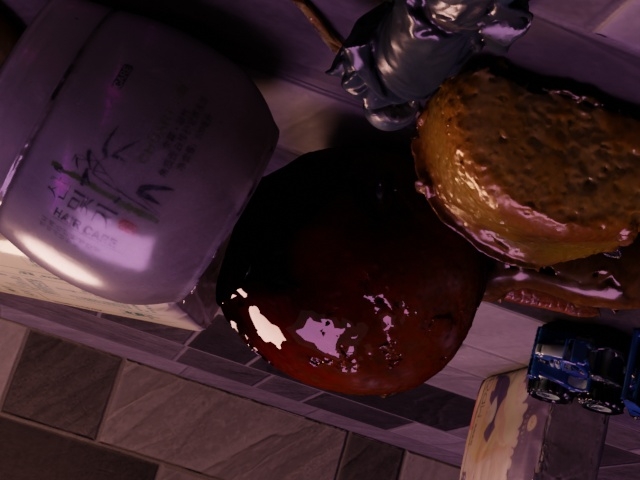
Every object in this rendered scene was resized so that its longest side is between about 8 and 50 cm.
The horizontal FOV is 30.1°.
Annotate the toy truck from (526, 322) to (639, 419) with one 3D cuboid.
[{"bbox_3d":[0.410,0.185,1.733,0.208,0.113,0.126,10,160,15],"label":"toy truck"}]

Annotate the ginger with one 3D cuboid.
[{"bbox_3d":[0.285,0.030,1.386,0.309,0.107,0.133,1,143,31],"label":"ginger"}]

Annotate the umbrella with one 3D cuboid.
[{"bbox_3d":[0.090,-0.173,0.950,0.143,0.094,0.349,11,165,-5],"label":"umbrella"}]

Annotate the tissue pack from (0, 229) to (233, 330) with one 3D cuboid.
[{"bbox_3d":[-0.326,-0.034,1.561,0.380,0.207,0.297,10,160,18],"label":"tissue pack"}]

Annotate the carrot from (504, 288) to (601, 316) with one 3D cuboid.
[{"bbox_3d":[0.278,0.065,1.592,0.224,0.057,0.057,15,163,-8],"label":"carrot"}]

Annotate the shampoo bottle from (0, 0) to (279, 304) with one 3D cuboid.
[{"bbox_3d":[-0.202,-0.088,1.175,0.266,0.273,0.273,28,161,-10],"label":"shampoo bottle"}]

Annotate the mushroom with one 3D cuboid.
[{"bbox_3d":[0.047,-0.162,1.150,0.286,0.028,0.026,40,-167,-51],"label":"mushroom"}]

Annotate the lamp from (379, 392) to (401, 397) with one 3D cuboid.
[{"bbox_3d":[0.082,0.109,1.656,0.227,0.227,0.227,15,163,5],"label":"lamp"}]

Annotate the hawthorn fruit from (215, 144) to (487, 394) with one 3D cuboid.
[{"bbox_3d":[0.031,0.033,1.334,0.316,0.316,0.316,15,163,5],"label":"hawthorn fruit"}]

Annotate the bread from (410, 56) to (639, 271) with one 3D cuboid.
[{"bbox_3d":[0.213,-0.053,1.124,0.260,0.147,0.160,19,165,-7],"label":"bread"}]

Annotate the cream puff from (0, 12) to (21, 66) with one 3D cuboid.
[{"bbox_3d":[-0.469,-0.154,1.291,0.327,0.231,0.343,23,162,-11],"label":"cream puff"}]

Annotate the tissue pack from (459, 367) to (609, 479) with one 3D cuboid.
[{"bbox_3d":[0.358,0.342,2.043,0.125,0.242,0.343,19,163,-11],"label":"tissue pack"}]

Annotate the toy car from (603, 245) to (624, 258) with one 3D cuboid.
[{"bbox_3d":[0.262,-0.030,1.254,0.165,0.071,0.062,8,151,50],"label":"toy car"}]
